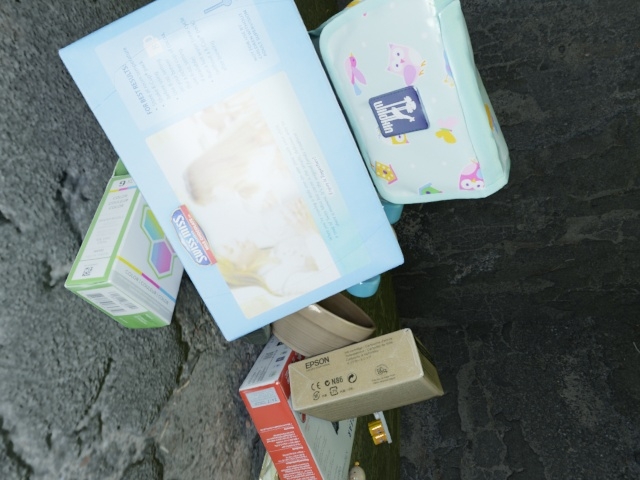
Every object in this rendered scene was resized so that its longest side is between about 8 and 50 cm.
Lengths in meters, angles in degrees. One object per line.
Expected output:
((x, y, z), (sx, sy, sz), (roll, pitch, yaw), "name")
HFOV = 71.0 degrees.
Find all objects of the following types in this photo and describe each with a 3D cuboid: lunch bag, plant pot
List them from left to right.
((-0.022, 0.144, 0.851), (0.110, 0.237, 0.237), (-57, 164, 5), "plant pot")
((0.098, -0.170, 0.514), (0.223, 0.160, 0.262), (64, -2, -23), "lunch bag")

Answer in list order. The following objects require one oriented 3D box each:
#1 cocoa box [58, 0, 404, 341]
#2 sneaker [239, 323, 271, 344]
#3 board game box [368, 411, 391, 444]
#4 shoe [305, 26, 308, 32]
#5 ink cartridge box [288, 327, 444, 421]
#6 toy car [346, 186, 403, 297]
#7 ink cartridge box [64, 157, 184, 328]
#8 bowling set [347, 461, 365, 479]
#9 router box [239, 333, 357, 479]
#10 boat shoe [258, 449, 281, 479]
((-0.082, -0.104, 0.554), (0.228, 0.231, 0.347), (-103, 168, -74), "cocoa box")
((-0.133, 0.078, 0.777), (0.130, 0.087, 0.228), (-71, 145, -46), "sneaker")
((0.083, 0.322, 1.283), (0.390, 0.050, 0.390), (-114, -176, -52), "board game box")
((-0.068, -0.532, 1.298), (0.063, 0.081, 0.178), (28, 57, -72), "shoe")
((0.087, 0.257, 0.824), (0.193, 0.234, 0.088), (49, 25, -55), "ink cartridge box")
((0.000, 0.000, 0.830), (0.238, 0.210, 0.219), (-19, 136, -35), "toy car")
((-0.217, -0.011, 0.553), (0.109, 0.062, 0.209), (62, 25, -51), "ink cartridge box")
((0.012, 0.629, 0.935), (0.200, 0.154, 0.287), (43, 42, -68), "bowling set")
((-0.023, 0.337, 0.953), (0.335, 0.082, 0.301), (-58, 127, -70), "router box")
((-0.089, 0.410, 0.892), (0.153, 0.048, 0.056), (-87, 153, -54), "boat shoe")
